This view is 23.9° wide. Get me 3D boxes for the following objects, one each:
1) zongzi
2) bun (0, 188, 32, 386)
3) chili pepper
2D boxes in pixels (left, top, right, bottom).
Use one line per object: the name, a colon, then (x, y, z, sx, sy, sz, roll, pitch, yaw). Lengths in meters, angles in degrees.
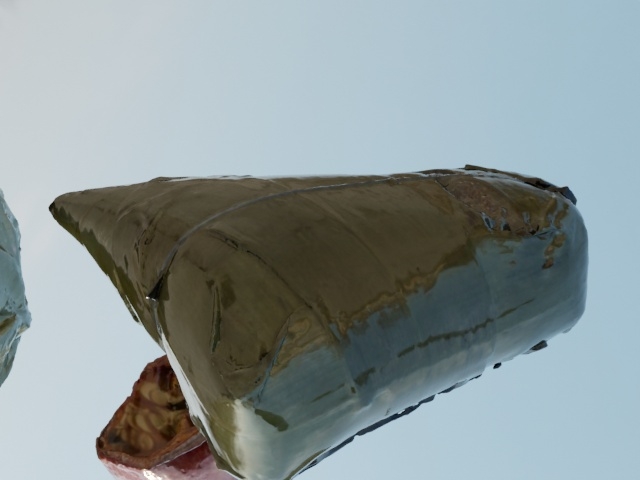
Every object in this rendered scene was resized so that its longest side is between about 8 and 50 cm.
zongzi: (0.000, 0.000, 1.257, 0.356, 0.174, 0.393, -20, -145, -23)
bun: (-0.427, 0.047, 1.607, 0.365, 0.219, 0.365, 2, -87, 64)
chili pepper: (-0.176, 0.268, 2.073, 0.251, 0.305, 0.229, -22, -125, 1)
